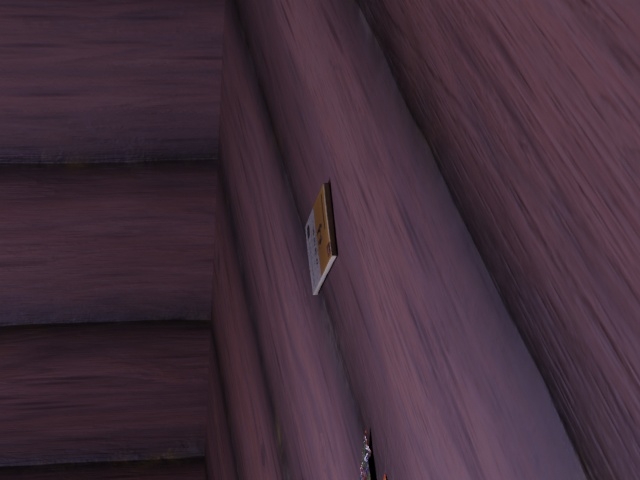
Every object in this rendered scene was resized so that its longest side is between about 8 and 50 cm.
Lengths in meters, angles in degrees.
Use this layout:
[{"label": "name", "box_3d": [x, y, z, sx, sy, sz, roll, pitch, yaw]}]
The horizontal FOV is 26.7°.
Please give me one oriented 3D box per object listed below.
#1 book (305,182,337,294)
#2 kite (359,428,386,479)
[{"label": "book", "box_3d": [0.000, 0.000, 2.050, 0.172, 0.012, 0.118, 113, 152, -66]}, {"label": "kite", "box_3d": [0.067, 0.341, 1.753, 0.159, 0.010, 0.190, 112, 152, -61]}]
